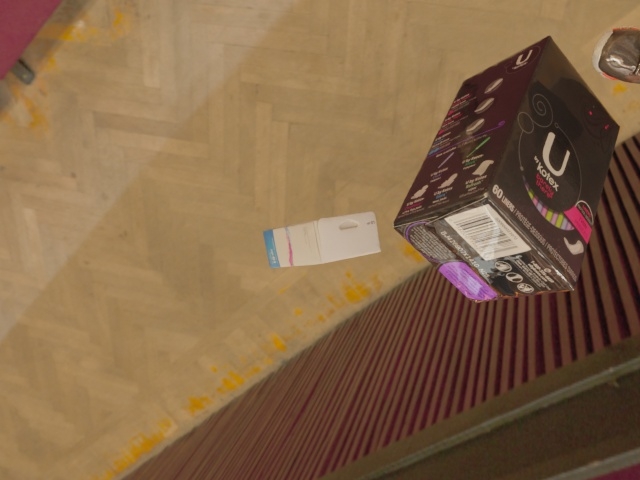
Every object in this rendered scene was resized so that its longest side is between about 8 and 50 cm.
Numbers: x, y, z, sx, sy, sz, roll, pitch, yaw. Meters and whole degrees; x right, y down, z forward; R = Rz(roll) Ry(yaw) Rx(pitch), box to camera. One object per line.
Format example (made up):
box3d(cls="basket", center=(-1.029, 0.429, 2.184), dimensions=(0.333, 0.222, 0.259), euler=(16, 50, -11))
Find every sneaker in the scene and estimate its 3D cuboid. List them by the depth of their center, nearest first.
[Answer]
box3d(cls="sneaker", center=(0.380, -0.196, 0.658), dimensions=(0.158, 0.065, 0.061), euler=(10, 112, -19))

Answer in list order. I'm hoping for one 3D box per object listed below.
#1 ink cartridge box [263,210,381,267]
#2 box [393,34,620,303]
box3d(cls="ink cartridge box", center=(0.000, 0.000, 0.710), dimensions=(0.122, 0.089, 0.052), euler=(-10, 90, 57))
box3d(cls="box", center=(0.231, -0.082, 0.710), dimensions=(0.165, 0.270, 0.143), euler=(41, 148, -21))
